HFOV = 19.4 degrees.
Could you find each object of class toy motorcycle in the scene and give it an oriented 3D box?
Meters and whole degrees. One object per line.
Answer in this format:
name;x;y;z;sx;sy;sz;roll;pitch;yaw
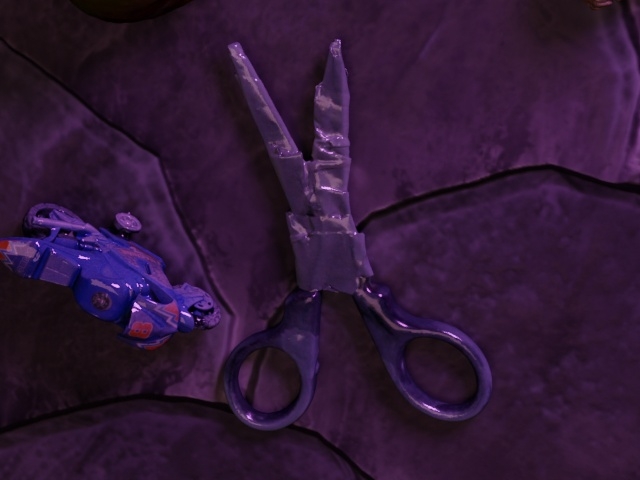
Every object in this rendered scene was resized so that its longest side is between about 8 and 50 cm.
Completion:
toy motorcycle;-0.188;0.035;1.688;0.205;0.114;0.076;30;118;0

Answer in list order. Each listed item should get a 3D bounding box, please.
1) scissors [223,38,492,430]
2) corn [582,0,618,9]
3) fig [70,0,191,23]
scissors;0.000;0.000;1.669;0.256;0.029;0.383;-6;113;18
corn;0.297;-0.278;1.436;0.290;0.098;0.098;-34;101;26
fig;-0.150;-0.266;1.521;0.191;0.181;0.181;30;119;25
